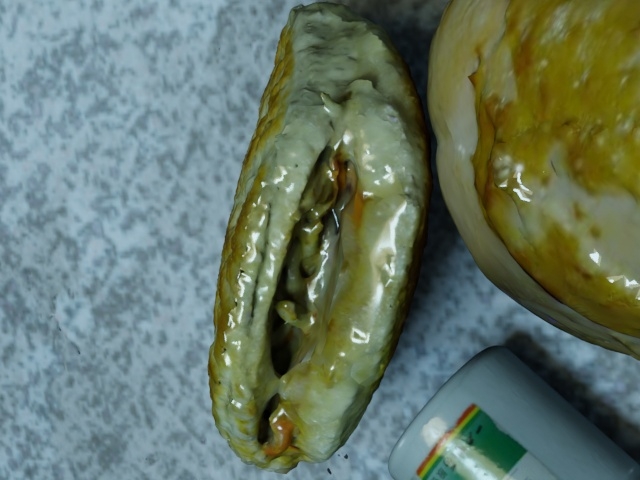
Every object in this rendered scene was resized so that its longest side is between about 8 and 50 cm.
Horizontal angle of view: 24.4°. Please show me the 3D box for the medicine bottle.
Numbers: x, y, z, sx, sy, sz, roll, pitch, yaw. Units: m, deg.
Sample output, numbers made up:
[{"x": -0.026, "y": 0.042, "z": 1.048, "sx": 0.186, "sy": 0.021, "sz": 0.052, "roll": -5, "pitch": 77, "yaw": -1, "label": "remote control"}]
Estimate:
[{"x": 0.101, "y": 0.116, "z": 0.658, "sx": 0.130, "sy": 0.080, "sz": 0.080, "roll": 42, "pitch": 121, "yaw": 16, "label": "medicine bottle"}]

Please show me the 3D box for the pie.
[{"x": 0.000, "y": 0.000, "z": 0.649, "sx": 0.084, "sy": 0.179, "sz": 0.205, "roll": 11, "pitch": 111, "yaw": -3, "label": "pie"}]

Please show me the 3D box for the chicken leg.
[{"x": 0.206, "y": -0.020, "z": 0.454, "sx": 0.295, "sy": 0.409, "sz": 0.182, "roll": 32, "pitch": 80, "yaw": -13, "label": "chicken leg"}]
